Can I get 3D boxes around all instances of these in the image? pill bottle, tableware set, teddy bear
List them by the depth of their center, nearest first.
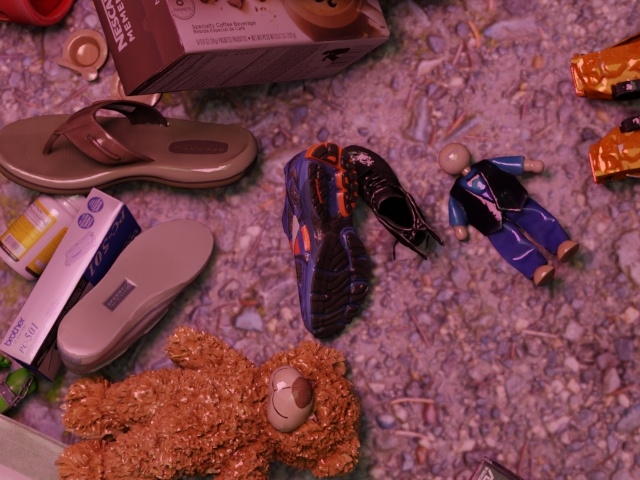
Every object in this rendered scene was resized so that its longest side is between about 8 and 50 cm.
[{"bbox_3d":[-0.127,0.194,1.586,0.338,0.113,0.245,4,45,16],"label":"teddy bear"},{"bbox_3d":[-0.317,-0.014,1.691,0.065,0.065,0.116,44,89,11],"label":"pill bottle"},{"bbox_3d":[-0.229,-0.240,1.738,0.141,0.020,0.168,27,85,10],"label":"tableware set"}]

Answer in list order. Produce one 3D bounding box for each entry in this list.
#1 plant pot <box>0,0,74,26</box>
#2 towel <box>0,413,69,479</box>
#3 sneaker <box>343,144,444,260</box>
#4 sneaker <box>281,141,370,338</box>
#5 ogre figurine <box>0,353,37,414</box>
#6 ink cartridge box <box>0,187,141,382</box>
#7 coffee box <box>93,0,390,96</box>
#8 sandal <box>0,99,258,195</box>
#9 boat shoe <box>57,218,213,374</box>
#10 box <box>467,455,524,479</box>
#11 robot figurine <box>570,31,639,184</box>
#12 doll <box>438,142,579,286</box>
[{"bbox_3d":[-0.383,-0.353,1.690,0.174,0.191,0.191,10,83,12],"label":"plant pot"},{"bbox_3d":[-0.349,0.377,1.619,0.248,0.038,0.324,26,85,-5],"label":"towel"},{"bbox_3d":[0.077,-0.047,1.631,0.051,0.089,0.170,-38,79,1],"label":"sneaker"},{"bbox_3d":[0.000,0.000,1.646,0.083,0.087,0.221,-3,94,-32],"label":"sneaker"},{"bbox_3d":[-0.436,0.164,1.668,0.197,0.097,0.118,30,72,-21],"label":"ogre figurine"},{"bbox_3d":[-0.279,0.051,1.644,0.046,0.097,0.207,26,76,12],"label":"ink cartridge box"},{"bbox_3d":[-0.089,-0.263,1.582,0.119,0.297,0.168,-28,77,47],"label":"coffee box"},{"bbox_3d":[-0.223,-0.121,1.664,0.303,0.086,0.120,-2,46,2],"label":"sandal"},{"bbox_3d":[-0.212,0.064,1.653,0.079,0.081,0.227,40,62,10],"label":"boat shoe"},{"bbox_3d":[0.192,0.422,1.550,0.242,0.076,0.307,32,87,11],"label":"box"},{"bbox_3d":[0.431,-0.161,1.605,0.291,0.085,0.211,-10,80,7],"label":"robot figurine"},{"bbox_3d":[0.205,-0.041,1.635,0.129,0.046,0.189,-47,72,8],"label":"doll"}]
